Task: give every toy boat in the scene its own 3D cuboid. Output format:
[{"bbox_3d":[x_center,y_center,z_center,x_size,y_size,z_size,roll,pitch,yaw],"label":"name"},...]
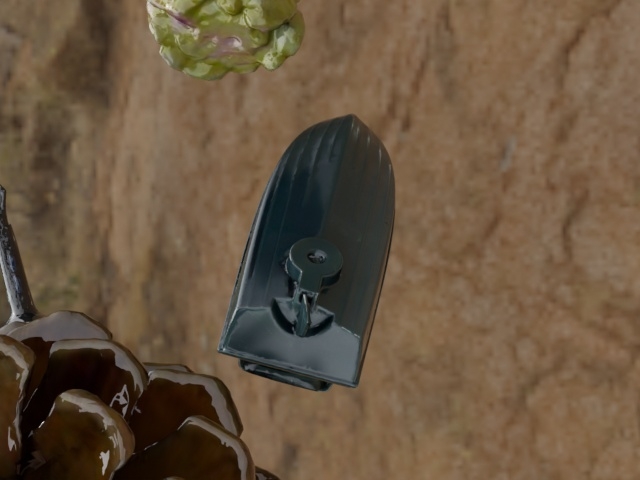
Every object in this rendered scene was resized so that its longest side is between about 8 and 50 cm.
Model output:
[{"bbox_3d":[0.000,0.000,1.007,0.246,0.093,0.103,-76,1,-47],"label":"toy boat"}]

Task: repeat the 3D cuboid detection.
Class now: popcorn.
[{"bbox_3d":[-0.066,-0.153,0.975,0.097,0.109,0.089,-49,28,36],"label":"popcorn"}]

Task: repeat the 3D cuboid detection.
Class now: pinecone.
[{"bbox_3d":[-0.194,0.195,0.911,0.384,0.384,0.384,177,90,-66],"label":"pinecone"}]

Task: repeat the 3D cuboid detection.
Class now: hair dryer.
[{"bbox_3d":[-0.343,0.042,1.757,0.195,0.075,0.219,172,84,-69],"label":"hair dryer"}]
